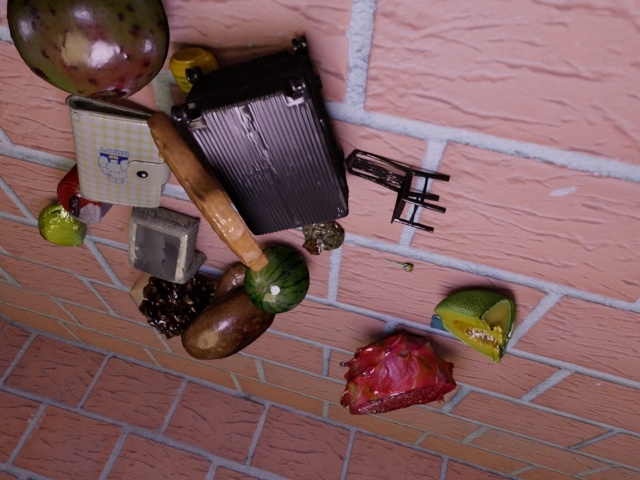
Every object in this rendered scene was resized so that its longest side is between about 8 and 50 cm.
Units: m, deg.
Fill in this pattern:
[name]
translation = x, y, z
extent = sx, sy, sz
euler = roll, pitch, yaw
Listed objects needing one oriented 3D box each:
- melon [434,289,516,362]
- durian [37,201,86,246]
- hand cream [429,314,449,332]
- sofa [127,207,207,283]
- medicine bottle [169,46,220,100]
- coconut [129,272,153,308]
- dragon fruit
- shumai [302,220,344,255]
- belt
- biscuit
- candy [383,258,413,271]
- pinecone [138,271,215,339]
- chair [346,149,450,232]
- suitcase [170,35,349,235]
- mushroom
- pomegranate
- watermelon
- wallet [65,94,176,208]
[melon]
translation = 0.413, 0.195, 1.200
extent = 0.169, 0.129, 0.265
euler = 21, 158, 41
[durian]
translation = -0.863, -0.056, 1.499
extent = 0.139, 0.101, 0.250
euler = -11, 152, -19
[hand cream]
translation = 0.448, 0.279, 1.369
extent = 0.224, 0.048, 0.083
euler = 16, 147, 16
[sofa]
translation = -0.459, -0.007, 1.377
extent = 0.210, 0.176, 0.226
euler = 16, 118, 5
[medicine bottle]
translation = -0.212, -0.256, 0.903
extent = 0.094, 0.064, 0.261
euler = 2, 144, 15
[coconut]
translation = -0.635, 0.198, 1.693
extent = 0.147, 0.153, 0.147
euler = 14, 149, 9
[dragon fruit]
translation = 0.248, 0.433, 1.485
extent = 0.370, 0.249, 0.386
euler = 8, 144, -36
[shumai]
translation = 0.001, -0.001, 1.143
extent = 0.123, 0.087, 0.099
euler = 30, 144, -18
[belt]
translation = -0.658, -0.129, 1.260
extent = 0.128, 0.124, 0.201
euler = 28, 145, -9
[biscuit]
translation = -0.237, -0.089, 0.947
extent = 0.365, 0.062, 0.385
euler = 52, 172, 16
[candy]
translation = 0.207, 0.063, 1.196
extent = 0.083, 0.025, 0.023
euler = 18, 120, 18
[pinecone]
translation = -0.493, 0.203, 1.567
extent = 0.243, 0.257, 0.243
euler = 36, -173, -6
[chair]
translation = 0.144, -0.101, 0.911
extent = 0.212, 0.102, 0.084
euler = 16, 147, 3
[suitcase]
translation = -0.086, -0.169, 0.838
extent = 0.229, 0.152, 0.335
euler = -10, 139, 12
[mushroom]
translation = -0.291, 0.263, 1.460
extent = 0.239, 0.345, 0.345
euler = 51, 163, 33
[pomegranate]
translation = -0.384, -0.373, 0.701
extent = 0.242, 0.242, 0.306
euler = -16, 113, 41
[watermelon]
translation = -0.118, 0.109, 1.278
extent = 0.187, 0.214, 0.188
euler = 5, 103, 20
[wallet]
translation = -0.472, -0.195, 1.073
extent = 0.223, 0.077, 0.309
euler = 11, 147, -18
